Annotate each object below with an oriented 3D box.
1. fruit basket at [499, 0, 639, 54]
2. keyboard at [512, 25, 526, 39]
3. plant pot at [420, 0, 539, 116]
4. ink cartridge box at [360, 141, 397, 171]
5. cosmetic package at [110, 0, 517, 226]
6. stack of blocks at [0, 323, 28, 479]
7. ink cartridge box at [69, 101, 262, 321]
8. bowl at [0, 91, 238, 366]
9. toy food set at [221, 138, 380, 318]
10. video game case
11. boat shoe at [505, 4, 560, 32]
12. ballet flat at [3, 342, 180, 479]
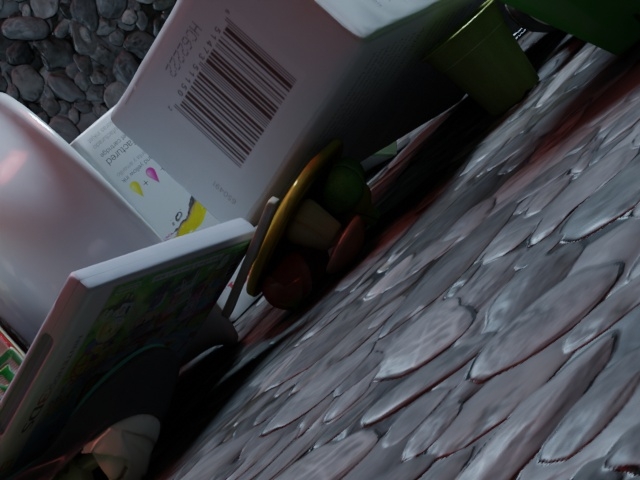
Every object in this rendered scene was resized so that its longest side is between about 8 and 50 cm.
[{"bbox_3d":[0.139,-0.353,1.153,0.283,0.392,0.392,-37,7,35],"label":"fruit basket"},{"bbox_3d":[0.211,-0.234,1.852,0.192,0.038,0.100,-40,29,1],"label":"keyboard"},{"bbox_3d":[0.141,-0.149,1.364,0.083,0.079,0.083,-42,5,4],"label":"plant pot"},{"bbox_3d":[-0.039,-0.091,1.807,0.171,0.056,0.235,0,-11,-23],"label":"ink cartridge box"},{"bbox_3d":[0.036,-0.200,1.481,0.453,0.161,0.230,-33,-18,-54],"label":"cosmetic package"},{"bbox_3d":[-0.280,0.113,1.329,0.087,0.171,0.297,-43,-13,-9],"label":"stack of blocks"},{"bbox_3d":[-0.133,-0.044,1.633,0.171,0.233,0.168,-44,8,-24],"label":"ink cartridge box"},{"bbox_3d":[-0.219,0.024,1.382,0.134,0.298,0.298,-44,6,-10],"label":"bowl"},{"bbox_3d":[0.000,0.000,1.307,0.128,0.071,0.218,-65,-7,24],"label":"toy food set"},{"bbox_3d":[-0.150,0.079,1.191,0.212,0.023,0.193,-21,-32,-58],"label":"video game case"},{"bbox_3d":[0.217,-0.223,1.431,0.079,0.084,0.233,-43,-2,37],"label":"boat shoe"},{"bbox_3d":[-0.163,0.162,1.137,0.203,0.074,0.074,-42,5,7],"label":"ballet flat"}]
